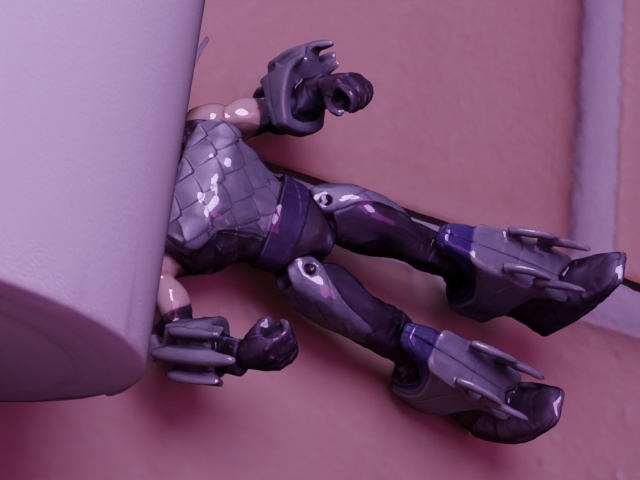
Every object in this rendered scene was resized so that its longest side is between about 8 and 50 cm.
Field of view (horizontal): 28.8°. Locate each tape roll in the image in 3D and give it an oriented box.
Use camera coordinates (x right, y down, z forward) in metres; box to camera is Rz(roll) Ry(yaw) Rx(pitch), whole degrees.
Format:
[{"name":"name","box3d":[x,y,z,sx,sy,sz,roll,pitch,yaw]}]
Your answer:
[{"name":"tape roll","box3d":[-0.170,-0.049,0.445,0.246,0.246,0.169,16,69,-24]}]

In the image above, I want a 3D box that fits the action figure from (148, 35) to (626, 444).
[{"name":"action figure","box3d":[0.000,0.000,0.614,0.285,0.099,0.185,24,75,-17]}]
